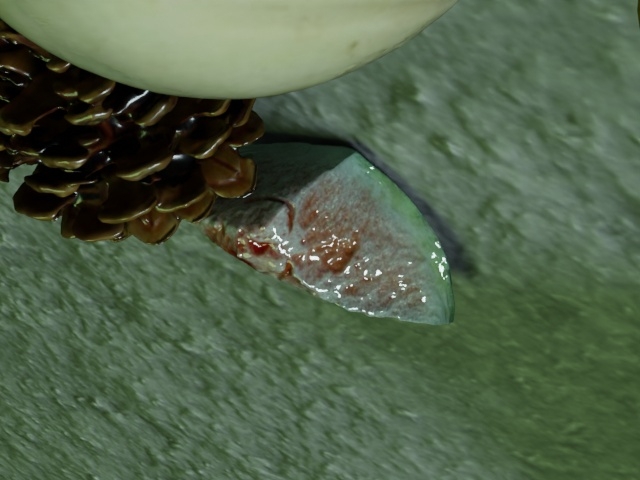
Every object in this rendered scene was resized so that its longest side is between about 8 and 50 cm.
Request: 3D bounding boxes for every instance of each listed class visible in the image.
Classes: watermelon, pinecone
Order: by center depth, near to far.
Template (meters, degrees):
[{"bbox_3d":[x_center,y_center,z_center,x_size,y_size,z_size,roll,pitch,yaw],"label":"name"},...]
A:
[{"bbox_3d":[-0.113,-0.081,0.816,0.173,0.174,0.174,26,151,15],"label":"pinecone"},{"bbox_3d":[0.006,-0.006,0.890,0.180,0.094,0.081,20,150,-6],"label":"watermelon"}]

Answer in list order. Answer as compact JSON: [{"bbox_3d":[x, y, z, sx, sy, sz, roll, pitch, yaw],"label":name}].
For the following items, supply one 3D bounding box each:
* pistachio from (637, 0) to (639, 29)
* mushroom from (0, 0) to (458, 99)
[{"bbox_3d":[0.204,-0.088,0.577,0.173,0.049,0.090,3,115,47],"label":"pistachio"},{"bbox_3d":[-0.034,-0.176,0.548,0.246,0.202,0.246,-1,118,-2],"label":"mushroom"}]
